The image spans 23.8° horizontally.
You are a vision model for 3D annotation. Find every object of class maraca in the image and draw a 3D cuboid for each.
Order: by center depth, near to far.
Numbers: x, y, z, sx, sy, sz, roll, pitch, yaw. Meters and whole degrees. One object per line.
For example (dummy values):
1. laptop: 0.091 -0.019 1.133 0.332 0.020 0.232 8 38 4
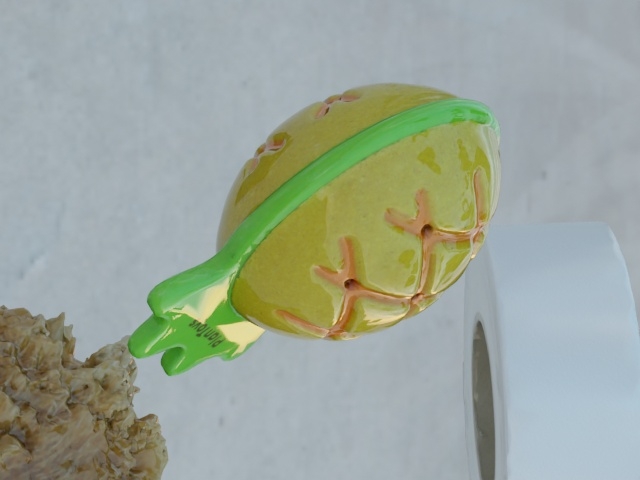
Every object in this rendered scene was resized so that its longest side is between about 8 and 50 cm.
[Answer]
1. maraca: 0.000 0.000 0.662 0.099 0.185 0.127 56 3 25

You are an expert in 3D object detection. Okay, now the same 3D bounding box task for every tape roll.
1. tape roll: 0.171 0.127 1.160 0.286 0.100 0.286 177 -90 -90

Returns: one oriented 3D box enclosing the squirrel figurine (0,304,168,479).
1. squirrel figurine: -0.216 0.226 0.769 0.397 0.370 0.281 -68 172 22
